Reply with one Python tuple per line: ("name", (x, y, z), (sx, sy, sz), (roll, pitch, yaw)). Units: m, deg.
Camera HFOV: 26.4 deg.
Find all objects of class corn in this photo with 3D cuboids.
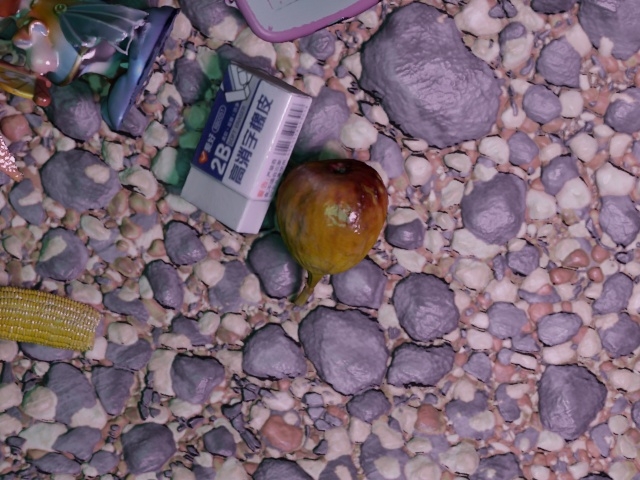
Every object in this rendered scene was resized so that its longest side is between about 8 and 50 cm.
("corn", (-0.405, 0.116, 1.990), (0.165, 0.063, 0.085), (14, 94, -7))

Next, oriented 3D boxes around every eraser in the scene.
("eraser", (-0.105, -0.129, 1.907), (0.124, 0.068, 0.210), (30, 105, 29))

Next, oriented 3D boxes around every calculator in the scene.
("calculator", (0.001, -0.388, 1.849), (0.294, 0.043, 0.194), (-26, 108, 5))

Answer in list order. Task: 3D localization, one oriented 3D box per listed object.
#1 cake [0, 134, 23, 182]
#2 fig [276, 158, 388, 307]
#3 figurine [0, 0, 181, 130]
("cake", (-0.497, -0.168, 1.853), (0.090, 0.109, 0.225), (-36, 123, -16))
("fig", (0.000, 0.000, 1.943), (0.159, 0.159, 0.257), (17, 127, -6))
("figurine", (-0.388, -0.329, 1.787), (0.388, 0.276, 0.248), (28, 129, -6))
